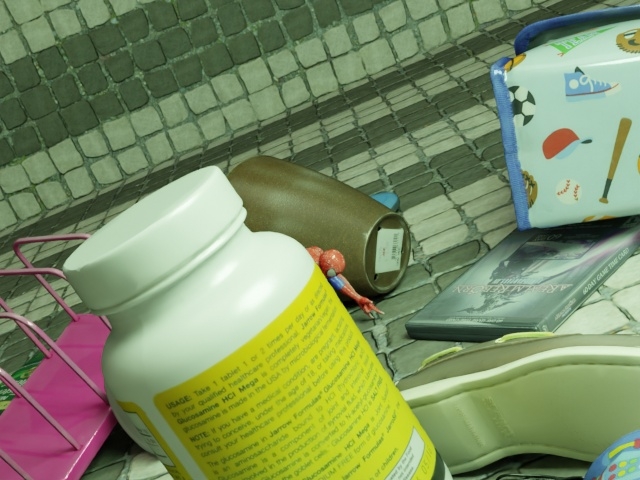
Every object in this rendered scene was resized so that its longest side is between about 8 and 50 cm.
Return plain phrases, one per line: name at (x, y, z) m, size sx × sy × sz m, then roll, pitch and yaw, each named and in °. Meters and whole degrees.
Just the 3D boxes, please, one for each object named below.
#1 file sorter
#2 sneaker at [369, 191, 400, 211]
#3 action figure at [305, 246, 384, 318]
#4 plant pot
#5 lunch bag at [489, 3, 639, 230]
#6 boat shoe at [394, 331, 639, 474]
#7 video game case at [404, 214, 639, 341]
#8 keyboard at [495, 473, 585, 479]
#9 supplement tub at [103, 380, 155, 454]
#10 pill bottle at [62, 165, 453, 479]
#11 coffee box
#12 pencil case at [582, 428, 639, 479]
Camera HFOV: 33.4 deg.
file sorter at (-0.357, 0.149, 1.304) m, size 0.202 × 0.182 × 0.291 m, roll -4°, pitch 43°, yaw 39°
sneaker at (0.029, -0.042, 1.710) m, size 0.209 × 0.082 × 0.069 m, roll -26°, pitch 15°, yaw -12°
action figure at (-0.036, 0.102, 1.371) m, size 0.280 × 0.139 × 0.091 m, roll -39°, pitch 5°, yaw 45°
plant pot at (0.000, 0.000, 1.454) m, size 0.230 × 0.215 × 0.215 m, roll 9°, pitch 34°, yaw 37°
lunch bag at (0.399, -0.172, 1.320) m, size 0.328 × 0.239 × 0.385 m, roll -6°, pitch 10°, yaw 19°
boat shoe at (0.196, 0.128, 0.912) m, size 0.324 × 0.116 × 0.097 m, roll -18°, pitch 20°, yaw 37°
video game case at (0.253, 0.038, 1.260) m, size 0.274 × 0.026 × 0.196 m, roll -35°, pitch 20°, yaw -36°
keyboard at (0.156, 0.212, 0.833) m, size 0.192 × 0.038 × 0.100 m, roll -11°, pitch 20°, yaw 33°
supplement tub at (-0.151, 0.157, 1.272) m, size 0.190 × 0.117 × 0.117 m, roll -33°, pitch 19°, yaw -31°
pill bottle at (-0.050, 0.117, 0.845) m, size 0.188 × 0.334 × 0.188 m, roll -30°, pitch 15°, yaw 9°
coffee box at (-0.429, 0.218, 1.587) m, size 0.113 × 0.040 × 0.184 m, roll -11°, pitch 21°, yaw 36°
pencil case at (0.195, 0.229, 0.582) m, size 0.133 × 0.119 × 0.306 m, roll 25°, pitch 29°, yaw 7°
